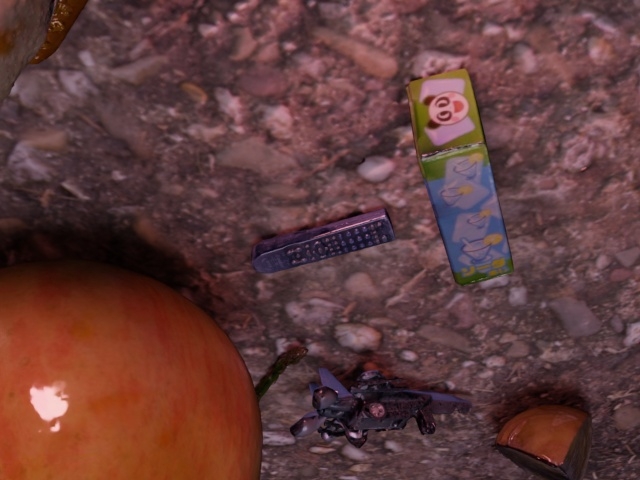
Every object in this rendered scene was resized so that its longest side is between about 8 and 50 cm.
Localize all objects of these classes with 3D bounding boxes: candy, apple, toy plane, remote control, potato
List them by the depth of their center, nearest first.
[{"bbox_3d":[0.131,-0.052,0.857,0.062,0.097,0.194,-13,140,12],"label":"candy"},{"bbox_3d":[-0.255,0.216,0.960,0.392,0.346,0.391,-7,144,-5],"label":"apple"},{"bbox_3d":[0.000,0.001,0.968,0.153,0.027,0.043,-14,134,9],"label":"remote control"},{"bbox_3d":[0.091,0.220,1.200,0.246,0.078,0.169,11,138,-17],"label":"toy plane"},{"bbox_3d":[0.317,0.274,1.302,0.120,0.100,0.261,24,167,27],"label":"potato"}]

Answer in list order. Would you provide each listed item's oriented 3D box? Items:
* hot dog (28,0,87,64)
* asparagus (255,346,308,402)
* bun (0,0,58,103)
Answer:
[{"bbox_3d":[-0.204,-0.198,0.690,0.071,0.045,0.165,22,134,-27],"label":"hot dog"},{"bbox_3d":[-0.073,0.191,1.195,0.023,0.022,0.233,48,134,8],"label":"asparagus"},{"bbox_3d":[-0.272,-0.189,0.603,0.239,0.141,0.239,6,115,13],"label":"bun"}]
